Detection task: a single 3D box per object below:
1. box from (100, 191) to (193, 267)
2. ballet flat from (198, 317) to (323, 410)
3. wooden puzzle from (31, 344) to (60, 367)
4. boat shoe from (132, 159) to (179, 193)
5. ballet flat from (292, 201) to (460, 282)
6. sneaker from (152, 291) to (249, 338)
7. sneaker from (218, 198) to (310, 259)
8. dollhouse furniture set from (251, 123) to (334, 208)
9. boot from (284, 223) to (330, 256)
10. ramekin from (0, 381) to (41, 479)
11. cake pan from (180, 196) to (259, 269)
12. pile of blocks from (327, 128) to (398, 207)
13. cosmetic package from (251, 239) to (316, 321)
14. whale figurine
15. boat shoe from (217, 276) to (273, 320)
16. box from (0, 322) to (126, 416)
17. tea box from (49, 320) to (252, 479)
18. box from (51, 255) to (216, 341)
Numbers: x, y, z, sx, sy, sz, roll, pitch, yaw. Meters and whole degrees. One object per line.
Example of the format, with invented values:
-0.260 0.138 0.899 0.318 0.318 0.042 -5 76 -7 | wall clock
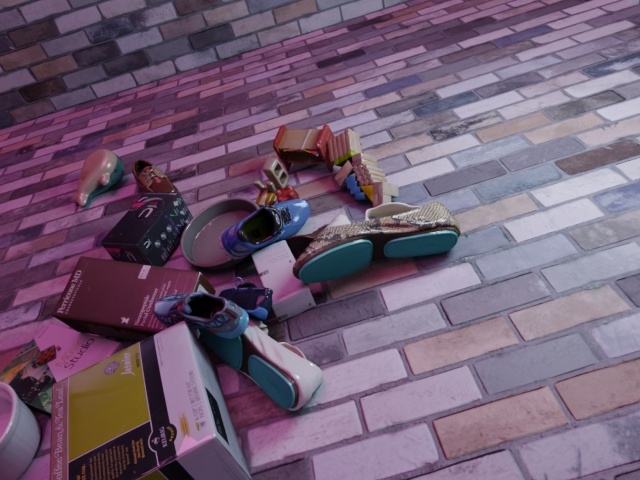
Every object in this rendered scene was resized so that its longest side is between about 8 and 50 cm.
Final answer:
-0.587 -0.033 1.676 0.165 0.143 0.270 2 45 23 | box
-0.152 0.273 1.209 0.400 0.139 0.139 28 58 36 | ballet flat
-0.771 0.323 1.363 0.083 0.006 0.049 -27 41 -11 | wooden puzzle
-0.682 -0.240 1.964 0.123 0.116 0.324 -39 45 -23 | boat shoe
0.142 -0.013 1.350 0.483 0.164 0.182 -13 52 -9 | ballet flat
-0.302 0.156 1.165 0.262 0.125 0.104 3 56 22 | sneaker
-0.142 -0.046 1.477 0.330 0.129 0.147 -31 4 -38 | sneaker
-0.091 -0.237 1.758 0.201 0.152 0.374 8 64 26 | dollhouse furniture set
0.000 0.000 1.501 0.219 0.082 0.106 -1 23 21 | boot
-0.832 0.498 1.175 0.277 0.135 0.277 -10 41 9 | ramekin
-0.320 -0.020 1.606 0.293 0.054 0.293 -11 49 13 | cake pan
0.149 -0.224 1.663 0.149 0.113 0.362 -49 53 31 | pile of blocks
-0.110 0.111 1.391 0.117 0.085 0.231 -25 40 -7 | cosmetic package
-0.958 -0.258 2.100 0.216 0.141 0.272 18 76 35 | whale figurine
-0.192 0.158 1.316 0.258 0.109 0.089 5 67 51 | boat shoe
-0.728 0.360 1.353 0.322 0.058 0.232 5 45 27 | box
-0.368 0.412 1.040 0.324 0.219 0.329 -24 41 -9 | tea box
-0.510 0.172 1.349 0.382 0.143 0.191 5 61 13 | box
